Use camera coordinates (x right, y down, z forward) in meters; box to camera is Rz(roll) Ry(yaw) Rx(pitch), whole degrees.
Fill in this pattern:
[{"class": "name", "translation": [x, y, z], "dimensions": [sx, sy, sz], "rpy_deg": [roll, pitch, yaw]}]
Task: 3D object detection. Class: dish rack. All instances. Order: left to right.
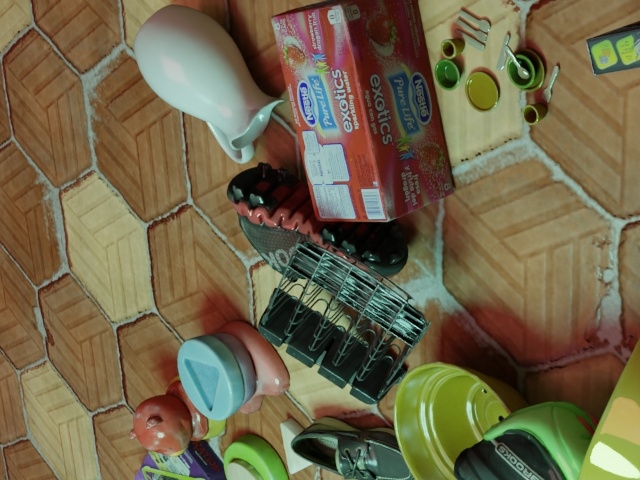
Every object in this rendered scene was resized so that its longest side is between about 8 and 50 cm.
[{"class": "dish rack", "translation": [0.033, 0.093, 1.594], "dimensions": [0.208, 0.074, 0.271], "rpy_deg": [32, 147, 5]}]

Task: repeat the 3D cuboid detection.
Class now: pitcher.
[{"class": "pitcher", "translation": [-0.156, -0.206, 1.729], "dimensions": [0.207, 0.125, 0.177], "rpy_deg": [45, 153, 9]}]

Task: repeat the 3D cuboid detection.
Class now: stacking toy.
[{"class": "stacking toy", "translation": [-0.154, 0.294, 1.950], "dimensions": [0.279, 0.130, 0.309], "rpy_deg": [55, 140, 15]}]

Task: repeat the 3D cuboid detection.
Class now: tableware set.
[{"class": "tableware set", "translation": [0.189, -0.180, 1.412], "dimensions": [0.154, 0.024, 0.104], "rpy_deg": [38, 133, 30]}]

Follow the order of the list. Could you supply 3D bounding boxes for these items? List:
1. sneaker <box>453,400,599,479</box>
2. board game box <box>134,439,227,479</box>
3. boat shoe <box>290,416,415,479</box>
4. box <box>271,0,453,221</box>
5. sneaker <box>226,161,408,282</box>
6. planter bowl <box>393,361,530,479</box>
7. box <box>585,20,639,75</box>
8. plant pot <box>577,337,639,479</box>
[{"class": "sneaker", "translation": [0.277, 0.418, 1.395], "dimensions": [0.202, 0.185, 0.482], "rpy_deg": [-19, 85, 20]}, {"class": "board game box", "translation": [-0.176, 0.476, 2.132], "dimensions": [0.347, 0.056, 0.208], "rpy_deg": [51, 134, 19]}, {"class": "boat shoe", "translation": [0.049, 0.299, 1.766], "dimensions": [0.224, 0.073, 0.080], "rpy_deg": [8, 114, 47]}, {"class": "box", "translation": [0.051, -0.158, 1.500], "dimensions": [0.128, 0.123, 0.256], "rpy_deg": [1, 108, 48]}, {"class": "sneaker", "translation": [0.000, 0.000, 1.661], "dimensions": [0.276, 0.097, 0.135], "rpy_deg": [23, 138, 31]}, {"class": "planter bowl", "translation": [0.197, 0.233, 1.552], "dimensions": [0.217, 0.090, 0.217], "rpy_deg": [24, 125, 39]}, {"class": "box", "translation": [0.357, -0.191, 1.145], "dimensions": [0.207, 0.114, 0.036], "rpy_deg": [-4, 105, 49]}, {"class": "plant pot", "translation": [0.401, 0.179, 1.193], "dimensions": [0.239, 0.254, 0.254], "rpy_deg": [27, 128, 19]}]
